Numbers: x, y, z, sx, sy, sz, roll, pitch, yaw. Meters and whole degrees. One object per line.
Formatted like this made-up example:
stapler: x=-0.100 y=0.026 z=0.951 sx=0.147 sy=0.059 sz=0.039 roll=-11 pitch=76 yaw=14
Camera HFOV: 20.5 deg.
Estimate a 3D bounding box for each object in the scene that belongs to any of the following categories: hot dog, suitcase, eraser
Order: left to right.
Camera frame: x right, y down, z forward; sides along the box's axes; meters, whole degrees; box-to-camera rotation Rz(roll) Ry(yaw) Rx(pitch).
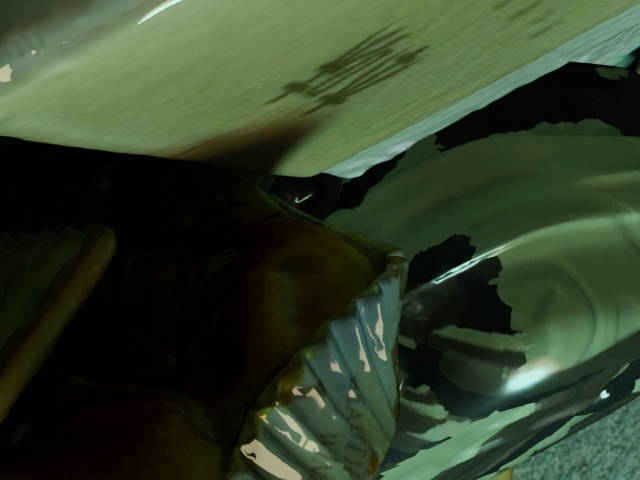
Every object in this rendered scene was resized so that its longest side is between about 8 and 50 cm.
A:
hot dog: x=-0.077 y=0.034 z=0.557 sx=0.162 sy=0.082 sz=0.270 roll=-48 pitch=-149 yaw=-13
suitcase: x=0.002 y=0.040 z=0.854 sx=0.351 sy=0.194 sz=0.339 roll=-34 pitch=163 yaw=33
eraser: x=0.010 y=-0.082 z=0.488 sx=0.144 sy=0.078 sz=0.343 roll=-28 pitch=172 yaw=14

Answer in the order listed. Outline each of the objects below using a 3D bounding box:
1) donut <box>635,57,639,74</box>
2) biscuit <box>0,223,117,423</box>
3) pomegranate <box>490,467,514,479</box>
donut: x=0.204 y=-0.067 z=1.194 sx=0.217 sy=0.085 sz=0.141 roll=-29 pitch=172 yaw=19
biscuit: x=-0.155 y=0.053 z=0.535 sx=0.231 sy=0.016 sz=0.139 roll=-3 pitch=-133 yaw=53
pomegranate: x=0.023 y=0.126 z=1.265 sx=0.229 sy=0.252 sz=0.270 roll=2 pitch=159 yaw=-31
